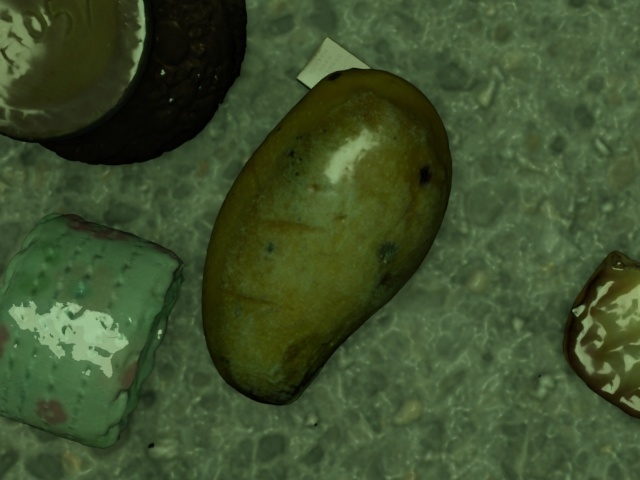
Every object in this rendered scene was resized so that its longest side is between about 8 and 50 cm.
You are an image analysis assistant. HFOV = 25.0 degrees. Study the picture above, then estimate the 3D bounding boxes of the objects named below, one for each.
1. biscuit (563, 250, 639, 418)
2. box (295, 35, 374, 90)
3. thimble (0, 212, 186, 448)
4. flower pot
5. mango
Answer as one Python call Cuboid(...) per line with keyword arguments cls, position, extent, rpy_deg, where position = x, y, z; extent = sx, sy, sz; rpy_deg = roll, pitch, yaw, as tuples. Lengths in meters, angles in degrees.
Cuboid(cls="biscuit", position=(0.380, 0.114, 1.378), extent=(0.299, 0.045, 0.154), rpy_deg=(15, 88, 2))
Cuboid(cls="box", position=(0.024, -0.154, 1.408), extent=(0.083, 0.024, 0.053), rpy_deg=(37, 91, 1))
Cuboid(cls="thimble", position=(-0.221, 0.075, 1.342), extent=(0.149, 0.185, 0.211), rpy_deg=(20, 55, 1))
Cuboid(cls="flower pot", position=(-0.213, -0.190, 1.279), extent=(0.266, 0.267, 0.267), rpy_deg=(1, 99, 8))
Cuboid(cls="mango", position=(-0.004, -0.006, 1.347), extent=(0.176, 0.175, 0.329), rpy_deg=(47, 110, 24))
